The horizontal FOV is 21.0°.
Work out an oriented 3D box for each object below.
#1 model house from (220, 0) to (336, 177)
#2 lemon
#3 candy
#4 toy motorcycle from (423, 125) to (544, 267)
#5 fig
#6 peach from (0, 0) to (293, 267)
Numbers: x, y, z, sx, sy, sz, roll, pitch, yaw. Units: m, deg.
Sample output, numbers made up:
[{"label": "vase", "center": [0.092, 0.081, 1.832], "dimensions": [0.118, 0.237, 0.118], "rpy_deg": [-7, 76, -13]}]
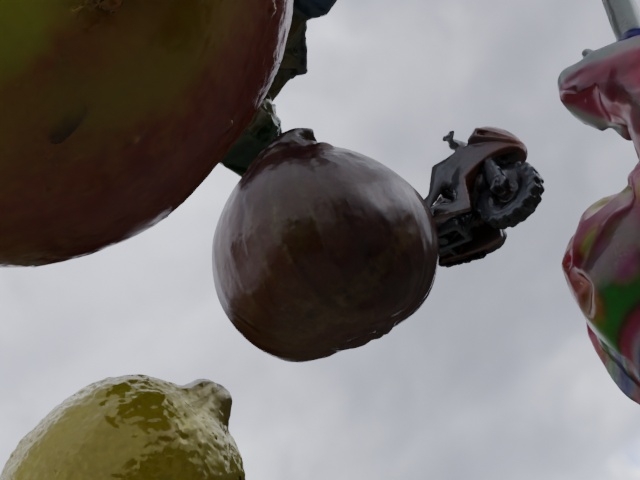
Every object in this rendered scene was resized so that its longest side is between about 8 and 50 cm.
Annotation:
[{"label": "model house", "center": [-0.125, -0.328, 1.853], "dimensions": [0.334, 0.382, 0.343], "rpy_deg": [33, -79, -19]}, {"label": "lemon", "center": [-0.205, 0.271, 1.780], "dimensions": [0.320, 0.245, 0.245], "rpy_deg": [-51, -27, -13]}, {"label": "candy", "center": [0.147, -0.077, 0.783], "dimensions": [0.124, 0.365, 0.124], "rpy_deg": [-6, -41, -5]}, {"label": "toy motorcycle", "center": [0.117, -0.035, 1.598], "dimensions": [0.212, 0.118, 0.084], "rpy_deg": [-24, -46, 33]}, {"label": "fig", "center": [-0.001, 0.000, 1.441], "dimensions": [0.205, 0.205, 0.205], "rpy_deg": [-29, -31, -20]}, {"label": "peach", "center": [-0.187, -0.154, 0.955], "dimensions": [0.370, 0.370, 0.370], "rpy_deg": [-29, -31, -20]}]
